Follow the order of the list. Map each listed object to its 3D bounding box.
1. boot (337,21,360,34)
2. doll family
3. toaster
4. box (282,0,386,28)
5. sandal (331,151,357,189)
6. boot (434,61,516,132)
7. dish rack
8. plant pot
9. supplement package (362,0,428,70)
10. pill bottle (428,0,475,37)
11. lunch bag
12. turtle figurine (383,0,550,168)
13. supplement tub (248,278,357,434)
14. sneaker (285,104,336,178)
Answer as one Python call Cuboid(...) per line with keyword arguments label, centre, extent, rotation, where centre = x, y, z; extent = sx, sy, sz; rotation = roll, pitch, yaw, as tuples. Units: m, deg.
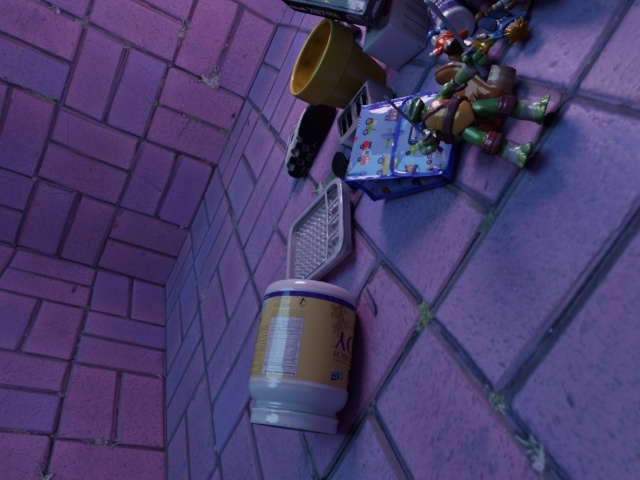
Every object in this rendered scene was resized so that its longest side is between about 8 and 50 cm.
Cuboid(label="boot", centre=(0.056, -0.738, 1.877), extent=(0.263, 0.091, 0.229), rotation=(-131, 58, -65))
Cuboid(label="doll family", centre=(0.372, -0.459, 1.047), extent=(0.263, 0.118, 0.163), rotation=(-36, 31, 18))
Cuboid(label="toaster", centre=(0.138, -0.351, 1.399), extent=(0.168, 0.110, 0.186), rotation=(-46, 35, 42))
Cuboid(label="box", centre=(0.089, -0.828, 1.335), extent=(0.318, 0.097, 0.395), rotation=(28, 100, 27))
Cuboid(label="sandal", centre=(0.086, -0.216, 1.496), extent=(0.067, 0.040, 0.179), rotation=(-62, 41, 28))
Cuboid(label="boot", centre=(0.311, -0.299, 1.030), extent=(0.197, 0.073, 0.152), rotation=(23, 100, 48))
Cuboid(label="dish rack", centre=(0.000, 0.000, 1.465), extent=(0.333, 0.072, 0.286), rotation=(-42, 39, 44))
Cuboid(label="plant pot", centre=(0.065, -0.529, 1.516), extent=(0.254, 0.239, 0.254), rotation=(-43, 36, 43))
Cuboid(label="supplement package", centre=(0.228, -0.660, 1.410), extent=(0.139, 0.133, 0.244), rotation=(-26, 50, 55))
Cuboid(label="pill bottle", centre=(0.326, -0.578, 1.209), extent=(0.094, 0.094, 0.169), rotation=(-47, 34, 39))
Cuboid(label="lunch bag", centre=(0.226, -0.233, 1.161), extent=(0.293, 0.138, 0.221), rotation=(-3, 68, 45))
Cuboid(label="turtle figurine", centre=(0.266, -0.244, 0.875), extent=(0.198, 0.266, 0.275), rotation=(-57, -24, -30))
Cuboid(label="supplement tub", centre=(-0.043, 0.283, 1.158), extent=(0.241, 0.241, 0.331), rotation=(-28, 49, 54))
Cuboid(label="sneaker", centre=(-0.059, -0.412, 1.806), extent=(0.331, 0.122, 0.146), rotation=(-61, 29, 18))
